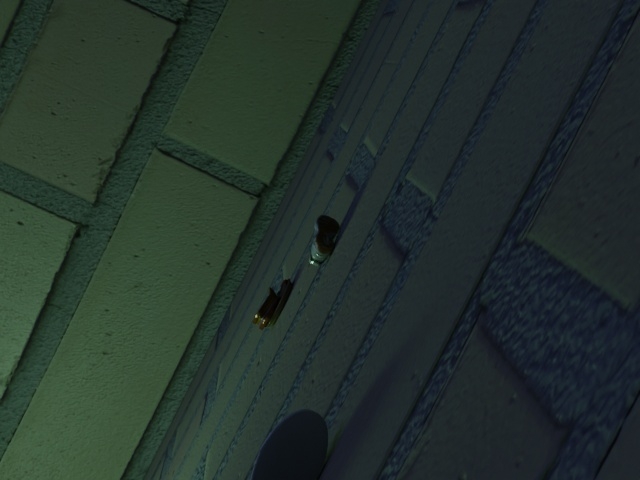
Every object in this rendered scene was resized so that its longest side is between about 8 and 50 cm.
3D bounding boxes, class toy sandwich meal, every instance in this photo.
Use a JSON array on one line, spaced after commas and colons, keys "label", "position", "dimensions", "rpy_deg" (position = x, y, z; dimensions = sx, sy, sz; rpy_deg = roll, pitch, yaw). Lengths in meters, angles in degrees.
[{"label": "toy sandwich meal", "position": [-0.069, 0.088, 2.203], "dimensions": [0.085, 0.029, 0.085], "rpy_deg": [-63, 5, 10]}]

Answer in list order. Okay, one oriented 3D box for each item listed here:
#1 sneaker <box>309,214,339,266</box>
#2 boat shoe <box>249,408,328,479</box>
[{"label": "sneaker", "position": [0.000, 0.000, 1.911], "dimensions": [0.037, 0.032, 0.083], "rpy_deg": [-61, 5, 32]}, {"label": "boat shoe", "position": [-0.036, 0.193, 1.184], "dimensions": [0.040, 0.049, 0.142], "rpy_deg": [-179, 113, -85]}]
